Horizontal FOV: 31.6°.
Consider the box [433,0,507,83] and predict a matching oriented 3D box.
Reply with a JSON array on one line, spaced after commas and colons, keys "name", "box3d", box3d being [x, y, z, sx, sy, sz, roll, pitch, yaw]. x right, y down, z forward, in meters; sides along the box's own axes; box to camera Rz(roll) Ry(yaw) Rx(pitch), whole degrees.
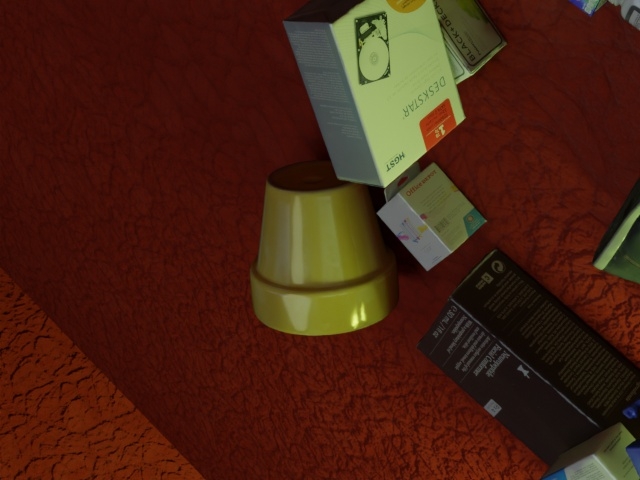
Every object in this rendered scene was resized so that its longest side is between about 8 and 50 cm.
[{"name": "box", "box3d": [0.109, -0.272, 1.594, 0.169, 0.087, 0.290, 53, 150, -6]}]

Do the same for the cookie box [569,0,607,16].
[{"name": "cookie box", "box3d": [0.300, -0.332, 1.323, 0.107, 0.040, 0.091, 41, 150, 15]}]

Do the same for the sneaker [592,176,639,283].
[{"name": "sneaker", "box3d": [0.452, -0.023, 1.458, 0.118, 0.083, 0.222, 25, 139, 3]}]

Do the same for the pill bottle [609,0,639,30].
[{"name": "pill bottle", "box3d": [0.385, -0.261, 1.256, 0.137, 0.078, 0.078, 41, 149, 13]}]

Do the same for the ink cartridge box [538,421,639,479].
[{"name": "ink cartridge box", "box3d": [0.437, 0.385, 1.630, 0.203, 0.086, 0.148, 50, 142, 5]}]

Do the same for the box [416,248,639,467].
[{"name": "box", "box3d": [0.352, 0.216, 1.779, 0.381, 0.143, 0.191, 40, 148, 12]}]

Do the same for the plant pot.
[{"name": "plant pot", "box3d": [0.000, 0.000, 1.912, 0.254, 0.254, 0.238, 16, 120, 43]}]

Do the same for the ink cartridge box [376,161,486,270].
[{"name": "ink cartridge box", "box3d": [0.167, -0.044, 1.770, 0.143, 0.092, 0.090, 49, 151, 3]}]

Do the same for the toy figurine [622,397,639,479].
[{"name": "toy figurine", "box3d": [0.501, 0.267, 1.514, 0.191, 0.217, 0.362, -8, 110, 64]}]

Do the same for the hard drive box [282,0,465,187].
[{"name": "hard drive box", "box3d": [0.074, -0.215, 1.437, 0.089, 0.181, 0.232, 14, 135, 44]}]
